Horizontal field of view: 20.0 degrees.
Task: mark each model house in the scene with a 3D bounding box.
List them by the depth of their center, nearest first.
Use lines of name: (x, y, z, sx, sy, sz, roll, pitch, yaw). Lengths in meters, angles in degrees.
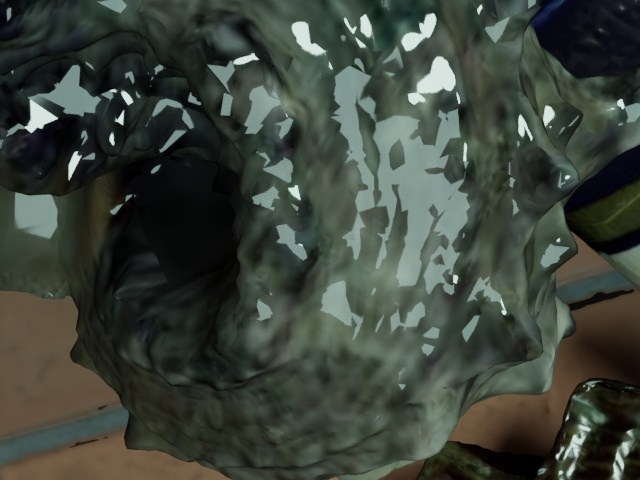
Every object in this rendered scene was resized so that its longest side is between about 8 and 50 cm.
model house: (0.105, 0.117, 0.731, 0.152, 0.106, 0.165, 26, 110, -12)

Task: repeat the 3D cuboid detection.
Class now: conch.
conch: (-0.049, -0.031, 0.571, 0.313, 0.186, 0.241, 9, 123, 1)

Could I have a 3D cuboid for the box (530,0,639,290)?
box: (0.177, -0.040, 0.660, 0.259, 0.071, 0.168, 37, 110, -25)
